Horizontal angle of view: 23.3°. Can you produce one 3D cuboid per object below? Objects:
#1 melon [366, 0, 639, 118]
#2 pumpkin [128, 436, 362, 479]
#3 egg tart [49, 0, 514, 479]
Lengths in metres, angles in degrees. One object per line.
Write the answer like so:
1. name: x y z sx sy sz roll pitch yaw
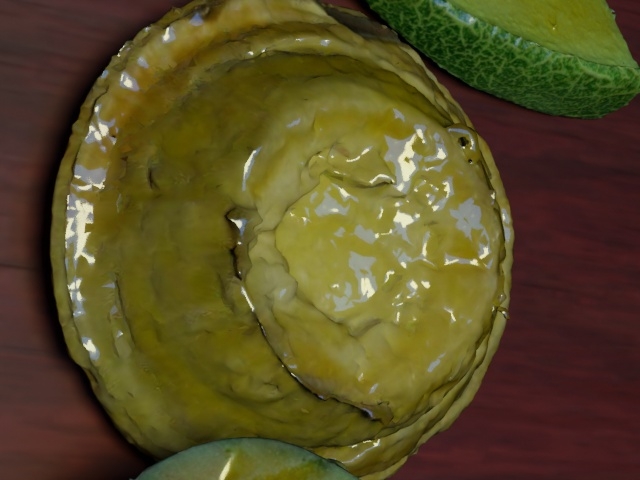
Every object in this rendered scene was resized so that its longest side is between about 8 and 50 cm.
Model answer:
1. melon: 0.092 -0.155 0.918 0.261 0.053 0.114 21 70 -30
2. pumpkin: -0.039 0.259 0.725 0.293 0.263 0.197 -39 152 -11
3. egg tart: 0.000 0.000 0.820 0.290 0.115 0.290 2 86 -33
